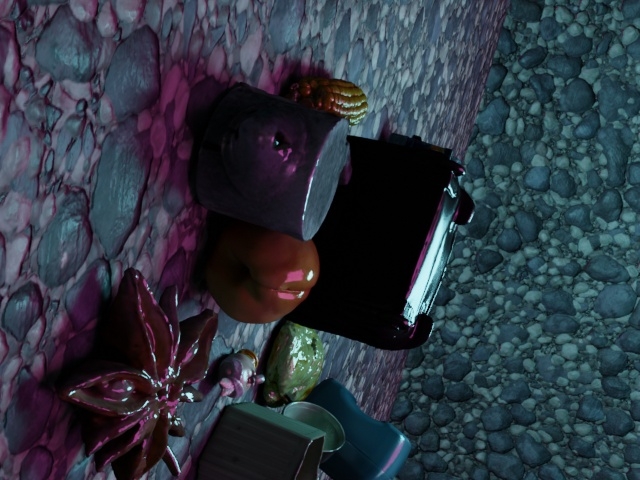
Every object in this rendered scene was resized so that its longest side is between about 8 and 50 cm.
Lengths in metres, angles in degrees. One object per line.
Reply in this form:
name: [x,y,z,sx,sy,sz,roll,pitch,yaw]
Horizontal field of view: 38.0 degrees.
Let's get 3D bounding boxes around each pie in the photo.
pie: [-0.053,0.275,2.009,0.201,0.090,0.248,-66,161,-9]

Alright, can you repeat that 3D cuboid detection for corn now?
corn: [0.024,-0.242,1.648,0.313,0.102,0.102,-29,136,-69]

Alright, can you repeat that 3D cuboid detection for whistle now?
whistle: [-0.047,-0.135,1.403,0.405,0.168,0.188,-48,154,-65]

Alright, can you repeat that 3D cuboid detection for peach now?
peach: [-0.089,0.039,1.451,0.184,0.184,0.184,19,90,-75]

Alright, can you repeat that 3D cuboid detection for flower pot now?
flower pot: [-0.114,0.443,1.802,0.209,0.190,0.239,-48,151,-55]

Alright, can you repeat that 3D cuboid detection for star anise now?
star anise: [-0.240,0.198,1.232,0.292,0.109,0.349,-63,154,-4]

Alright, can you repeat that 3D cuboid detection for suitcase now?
suitcase: [0.067,-0.004,1.635,0.345,0.339,0.188,-69,157,-13]

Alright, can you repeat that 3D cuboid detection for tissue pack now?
tissue pack: [0.065,0.501,2.321,0.206,0.287,0.198,-51,161,-11]

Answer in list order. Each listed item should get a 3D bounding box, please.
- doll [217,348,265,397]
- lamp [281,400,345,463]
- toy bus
doll: [-0.142,0.244,1.664,0.127,0.084,0.073,-55,158,-66]
lamp: [-0.066,0.472,1.996,0.147,0.172,0.227,-18,141,-56]
toy bus: [0.246,-0.150,2.367,0.323,0.194,0.162,43,67,-77]
